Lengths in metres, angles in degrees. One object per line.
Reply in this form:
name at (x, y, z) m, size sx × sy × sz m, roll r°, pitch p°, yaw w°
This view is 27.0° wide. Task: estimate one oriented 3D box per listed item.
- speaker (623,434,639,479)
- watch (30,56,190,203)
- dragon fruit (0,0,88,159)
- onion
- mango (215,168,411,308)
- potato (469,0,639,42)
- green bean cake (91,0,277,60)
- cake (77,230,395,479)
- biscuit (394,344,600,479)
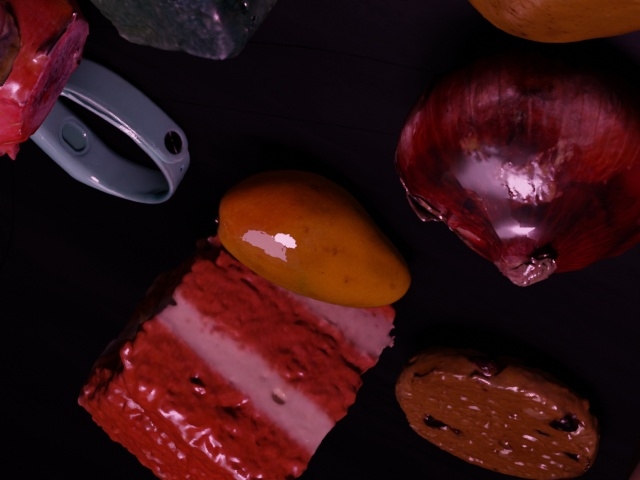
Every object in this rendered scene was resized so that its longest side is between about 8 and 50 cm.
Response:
speaker at (0.416, 0.188, 1.352) m, size 0.153 × 0.231 × 0.192 m, roll 24°, pitch 151°, yaw 12°
watch at (-0.271, -0.135, 1.637) m, size 0.195 × 0.068 × 0.237 m, roll -4°, pitch 138°, yaw 45°
dragon fruit at (-0.409, -0.233, 1.432) m, size 0.291 × 0.250 × 0.269 m, roll 24°, pitch 170°, yaw -1°
onion at (0.187, -0.043, 1.234) m, size 0.272 × 0.195 × 0.272 m, roll 15°, pitch 153°, yaw 8°
mango at (0.000, 0.000, 1.549) m, size 0.253 × 0.138 × 0.113 m, roll 27°, pitch -163°, yaw -19°
potato at (0.218, -0.237, 0.950) m, size 0.195 × 0.176 × 0.369 m, roll -2°, pitch 175°, yaw -27°
green bean cake at (-0.187, -0.325, 1.152) m, size 0.308 × 0.169 × 0.300 m, roll 13°, pitch 146°, yaw 30°
cake at (-0.109, 0.147, 1.680) m, size 0.270 × 0.319 × 0.269 m, roll 41°, pitch 154°, yaw -9°
biscuit at (0.233, 0.222, 1.741) m, size 0.296 × 0.075 × 0.296 m, roll 18°, pitch 150°, yaw 10°
